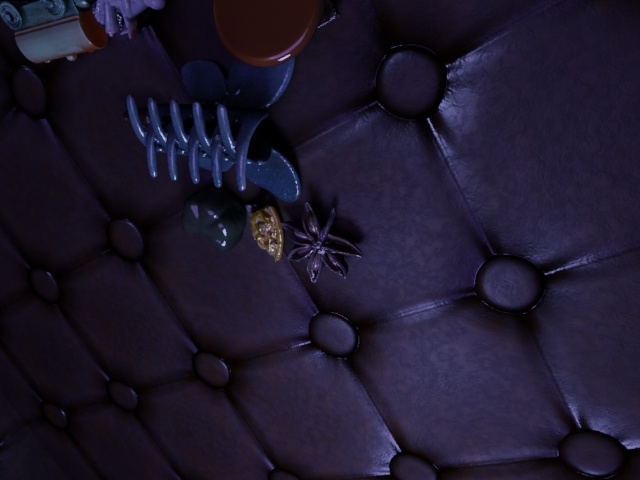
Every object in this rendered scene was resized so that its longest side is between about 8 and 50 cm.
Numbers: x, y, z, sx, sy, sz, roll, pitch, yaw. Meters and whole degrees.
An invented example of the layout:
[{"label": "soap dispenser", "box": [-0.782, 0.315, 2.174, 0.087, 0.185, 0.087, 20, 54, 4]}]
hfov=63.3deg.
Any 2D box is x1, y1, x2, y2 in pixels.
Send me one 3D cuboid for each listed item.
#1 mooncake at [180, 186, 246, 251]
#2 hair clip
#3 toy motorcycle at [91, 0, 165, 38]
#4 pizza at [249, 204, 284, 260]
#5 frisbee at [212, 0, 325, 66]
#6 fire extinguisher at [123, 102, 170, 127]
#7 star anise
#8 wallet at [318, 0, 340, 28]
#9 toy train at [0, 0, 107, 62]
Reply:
[{"label": "mooncake", "box": [-0.287, -0.051, 1.375, 0.175, 0.104, 0.169, -5, 118, 30]}, {"label": "hair clip", "box": [-0.236, -0.251, 1.172, 0.318, 0.238, 0.393, 12, 119, 22]}, {"label": "toy motorcycle", "box": [-0.433, -0.579, 1.180, 0.170, 0.110, 0.260, 29, 129, -6]}, {"label": "pizza", "box": [-0.141, -0.021, 1.359, 0.098, 0.036, 0.160, 9, 118, 21]}, {"label": "frisbee", "box": [-0.109, -0.475, 1.035, 0.250, 0.021, 0.251, 2, 96, 21]}, {"label": "fire extinguisher", "box": [-0.433, -0.316, 1.346, 0.157, 0.045, 0.078, 0, 142, 24]}, {"label": "star anise", "box": [-0.009, 0.011, 1.293, 0.196, 0.073, 0.212, -30, 97, 29]}, {"label": "wallet", "box": [-0.055, -0.540, 1.057, 0.124, 0.042, 0.230, -18, 101, 31]}, {"label": "toy train", "box": [-0.666, -0.540, 1.306, 0.285, 0.116, 0.177, -1, 126, 25]}]
